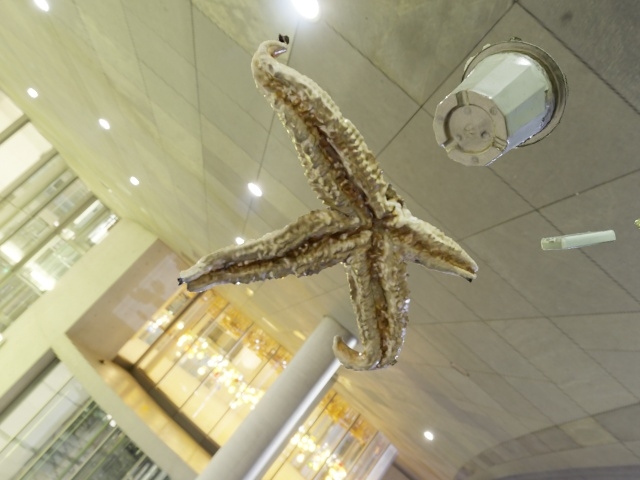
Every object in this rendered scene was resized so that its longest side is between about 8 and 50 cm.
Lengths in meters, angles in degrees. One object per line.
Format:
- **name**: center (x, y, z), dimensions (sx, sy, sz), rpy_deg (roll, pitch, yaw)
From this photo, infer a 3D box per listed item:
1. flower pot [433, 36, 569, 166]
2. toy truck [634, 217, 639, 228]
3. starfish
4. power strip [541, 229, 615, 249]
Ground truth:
- **flower pot**: center (0.420, -0.313, 1.161), dimensions (0.290, 0.259, 0.290), rpy_deg (29, 140, 27)
- **toy truck**: center (0.323, -0.035, 0.343), dimensions (0.128, 0.135, 0.259), rpy_deg (56, 172, 23)
- **starfish**: center (0.000, 0.000, 0.639), dimensions (0.432, 0.324, 0.082), rpy_deg (38, -162, -22)
- **power strip**: center (0.322, 0.000, 0.592), dimensions (0.040, 0.090, 0.016), rpy_deg (171, 92, -73)
